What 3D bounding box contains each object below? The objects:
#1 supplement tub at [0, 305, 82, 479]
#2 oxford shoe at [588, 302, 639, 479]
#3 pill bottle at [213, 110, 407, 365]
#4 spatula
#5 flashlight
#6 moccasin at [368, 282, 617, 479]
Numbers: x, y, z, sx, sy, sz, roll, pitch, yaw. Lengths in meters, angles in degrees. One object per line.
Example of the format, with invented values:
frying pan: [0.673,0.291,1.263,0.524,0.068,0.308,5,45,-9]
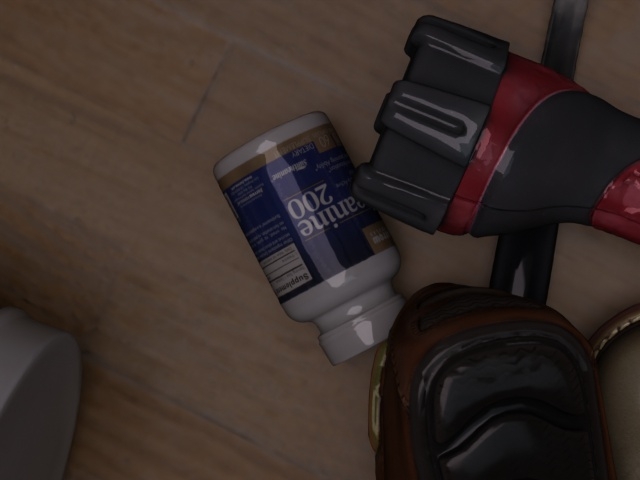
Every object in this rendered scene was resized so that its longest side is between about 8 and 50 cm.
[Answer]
supplement tub: [-0.303,0.089,0.869,0.325,0.235,0.235,17,93,6]
oxford shoe: [0.255,0.201,0.848,0.140,0.146,0.397,-35,86,9]
pill bottle: [0.000,0.000,0.915,0.067,0.067,0.120,-28,88,7]
spatula: [0.121,-0.078,0.917,0.084,0.030,0.296,9,92,4]
flashlight: [0.170,-0.009,0.851,0.304,0.103,0.103,23,87,1]
moccasin: [0.084,0.209,0.879,0.139,0.147,0.380,-15,99,-8]
